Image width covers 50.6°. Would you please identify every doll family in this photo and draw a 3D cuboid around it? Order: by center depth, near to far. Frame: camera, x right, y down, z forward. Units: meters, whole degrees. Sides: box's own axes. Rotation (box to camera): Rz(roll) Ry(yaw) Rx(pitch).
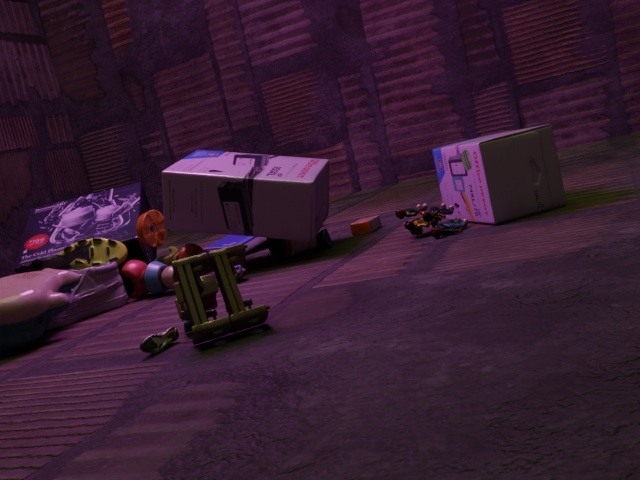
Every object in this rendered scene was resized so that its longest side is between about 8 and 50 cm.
[{"bbox_3d":[0.261,-0.047,1.630,0.111,0.075,0.193,-14,9,-41],"label":"doll family"}]

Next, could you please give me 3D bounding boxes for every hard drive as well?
[{"bbox_3d":[-0.208,-0.030,2.240,0.319,0.040,0.210,-32,16,-33],"label":"hard drive"}]

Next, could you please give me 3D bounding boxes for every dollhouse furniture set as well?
[{"bbox_3d":[-0.175,0.112,1.172,0.129,0.129,0.183,-15,-22,-17],"label":"dollhouse furniture set"}]

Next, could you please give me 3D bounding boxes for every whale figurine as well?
[{"bbox_3d":[-0.648,0.147,1.496,0.217,0.141,0.272,4,18,14],"label":"whale figurine"}]

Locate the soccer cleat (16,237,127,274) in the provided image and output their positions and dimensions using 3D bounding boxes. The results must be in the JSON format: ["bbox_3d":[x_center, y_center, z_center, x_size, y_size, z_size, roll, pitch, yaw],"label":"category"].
[{"bbox_3d":[-0.641,0.071,1.764,0.289,0.093,0.121,-19,-25,-6],"label":"soccer cleat"}]

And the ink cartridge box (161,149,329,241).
[{"bbox_3d":[-0.187,-0.128,1.820,0.395,0.166,0.285,5,20,8],"label":"ink cartridge box"}]

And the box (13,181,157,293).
[{"bbox_3d":[-0.660,0.016,1.950,0.344,0.178,0.312,-14,35,-4],"label":"box"}]

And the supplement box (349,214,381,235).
[{"bbox_3d":[0.133,-0.045,1.979,0.062,0.036,0.098,-10,8,24],"label":"supplement box"}]

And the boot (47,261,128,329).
[{"bbox_3d":[-0.603,0.132,1.645,0.258,0.123,0.095,-20,10,-40],"label":"boot"}]

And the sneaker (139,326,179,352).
[{"bbox_3d":[-0.274,0.172,1.137,0.035,0.031,0.083,-25,-4,32],"label":"sneaker"}]

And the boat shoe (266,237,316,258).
[{"bbox_3d":[-0.091,-0.016,1.924,0.098,0.109,0.302,-8,12,-16],"label":"boat shoe"}]

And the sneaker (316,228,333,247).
[{"bbox_3d":[0.000,0.000,1.876,0.058,0.052,0.135,-24,0,-1],"label":"sneaker"}]

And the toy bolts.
[{"bbox_3d":[-0.393,0.040,1.762,0.159,0.218,0.228,-3,29,25],"label":"toy bolts"}]

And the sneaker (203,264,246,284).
[{"bbox_3d":[-0.249,0.070,1.675,0.068,0.071,0.170,-20,10,-39],"label":"sneaker"}]

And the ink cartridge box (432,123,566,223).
[{"bbox_3d":[0.435,-0.161,1.678,0.197,0.198,0.270,-15,7,-12],"label":"ink cartridge box"}]
